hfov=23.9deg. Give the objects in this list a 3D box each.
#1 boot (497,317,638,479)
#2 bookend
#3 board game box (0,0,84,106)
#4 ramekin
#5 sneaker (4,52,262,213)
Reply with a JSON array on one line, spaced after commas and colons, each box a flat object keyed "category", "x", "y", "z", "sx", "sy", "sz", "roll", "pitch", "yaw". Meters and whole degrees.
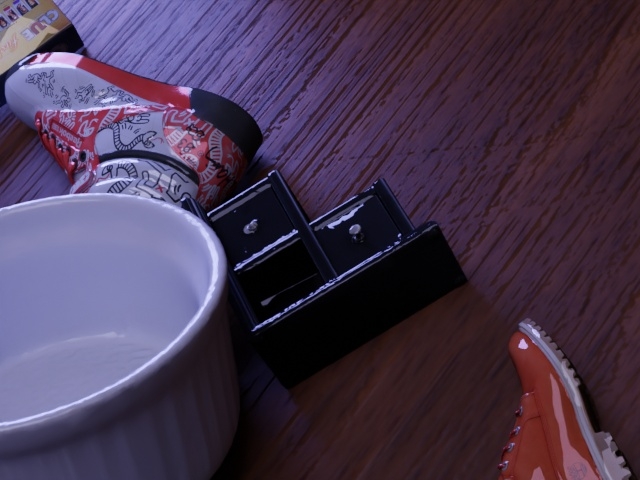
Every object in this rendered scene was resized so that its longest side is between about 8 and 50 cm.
[{"category": "boot", "x": 0.141, "y": 0.123, "z": 0.971, "sx": 0.084, "sy": 0.059, "sz": 0.158, "roll": -29, "pitch": 49, "yaw": 10}, {"category": "bookend", "x": 0.000, "y": 0.000, "z": 1.119, "sx": 0.157, "sy": 0.072, "sz": 0.156, "roll": -30, "pitch": 48, "yaw": 2}, {"category": "board game box", "x": -0.366, "y": -0.172, "z": 1.404, "sx": 0.243, "sy": 0.042, "sz": 0.165, "roll": -37, "pitch": 67, "yaw": -8}, {"category": "ramekin", "x": -0.187, "y": 0.094, "z": 1.049, "sx": 0.277, "sy": 0.135, "sz": 0.277, "roll": -8, "pitch": 33, "yaw": 5}, {"category": "sneaker", "x": -0.191, "y": -0.067, "z": 1.250, "sx": 0.270, "sy": 0.090, "sz": 0.145, "roll": 15, "pitch": 61, "yaw": 31}]
